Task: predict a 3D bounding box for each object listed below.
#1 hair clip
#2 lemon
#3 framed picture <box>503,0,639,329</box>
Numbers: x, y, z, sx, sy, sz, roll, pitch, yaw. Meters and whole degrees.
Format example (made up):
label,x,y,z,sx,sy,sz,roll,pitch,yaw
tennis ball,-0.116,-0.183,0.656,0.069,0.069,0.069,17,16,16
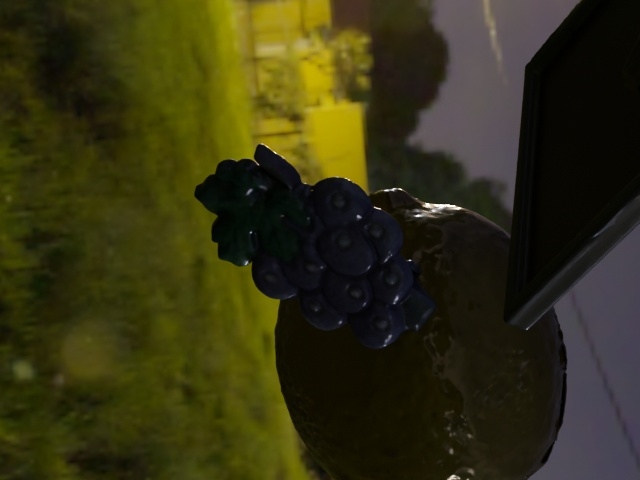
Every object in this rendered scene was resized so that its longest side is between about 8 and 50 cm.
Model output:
label,x,y,z,sx,sy,sz,roll,pitch,yaw
hair clip,0.000,-0.001,1.001,0.124,0.195,0.052,-57,-175,32
lemon,0.087,0.108,1.185,0.253,0.253,0.310,-101,176,-78
framed picture,0.155,-0.094,0.606,0.250,0.016,0.184,-52,-160,44
